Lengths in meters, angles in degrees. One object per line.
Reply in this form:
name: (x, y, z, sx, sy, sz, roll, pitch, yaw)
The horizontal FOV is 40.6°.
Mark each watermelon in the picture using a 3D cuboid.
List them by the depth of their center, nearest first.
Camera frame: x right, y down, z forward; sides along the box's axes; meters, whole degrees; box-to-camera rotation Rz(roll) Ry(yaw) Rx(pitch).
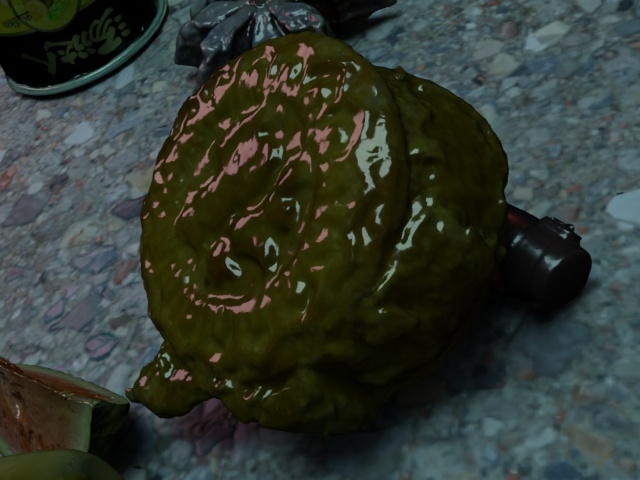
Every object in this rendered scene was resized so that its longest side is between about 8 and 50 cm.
watermelon: (-0.178, 0.112, 0.592, 0.163, 0.087, 0.069, 15, 27, 37)

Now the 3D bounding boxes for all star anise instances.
star anise: (-0.058, -0.221, 0.839, 0.262, 0.081, 0.230, 31, 78, 40)

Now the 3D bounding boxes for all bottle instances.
bottle: (0.100, -0.007, 0.570, 0.060, 0.060, 0.164, -43, 46, -16)

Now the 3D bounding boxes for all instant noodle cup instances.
instant noodle cup: (-0.308, -0.310, 0.937, 0.215, 0.236, 0.215, -13, 44, 12)

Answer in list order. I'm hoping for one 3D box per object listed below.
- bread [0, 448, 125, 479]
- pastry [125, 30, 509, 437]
bread: (-0.176, 0.247, 0.361, 0.341, 0.210, 0.300, -22, 20, -3)
pastry: (0.000, 0.000, 0.535, 0.240, 0.132, 0.235, -7, 74, 44)
